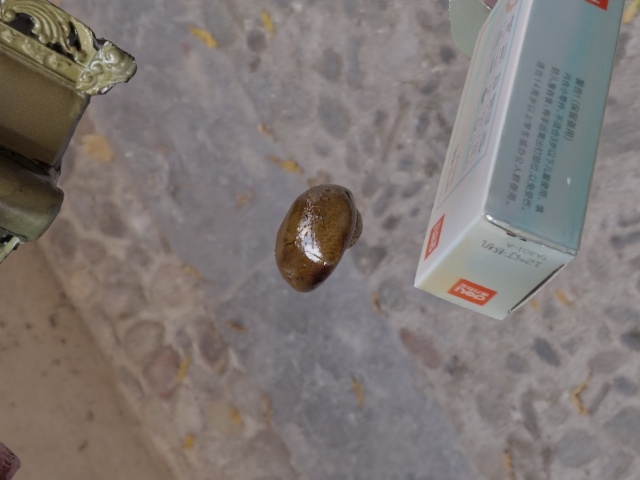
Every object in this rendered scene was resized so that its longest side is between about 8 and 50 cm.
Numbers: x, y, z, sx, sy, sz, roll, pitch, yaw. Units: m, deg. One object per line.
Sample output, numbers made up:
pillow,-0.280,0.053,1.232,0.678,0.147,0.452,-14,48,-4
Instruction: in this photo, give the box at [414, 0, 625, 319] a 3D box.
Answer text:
box,0.155,-0.087,0.942,0.079,0.269,0.135,21,150,-8

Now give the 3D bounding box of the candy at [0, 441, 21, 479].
candy,-0.339,0.243,1.217,0.043,0.103,0.103,45,128,-10

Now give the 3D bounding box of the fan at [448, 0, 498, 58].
fan,0.218,-0.359,1.602,0.182,0.010,0.310,-32,105,4

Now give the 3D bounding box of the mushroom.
mushroom,0.000,0.000,1.323,0.087,0.127,0.127,20,121,-10

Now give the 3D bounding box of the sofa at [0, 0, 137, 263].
sofa,-0.262,-0.109,0.741,0.182,0.200,0.258,-55,37,7
